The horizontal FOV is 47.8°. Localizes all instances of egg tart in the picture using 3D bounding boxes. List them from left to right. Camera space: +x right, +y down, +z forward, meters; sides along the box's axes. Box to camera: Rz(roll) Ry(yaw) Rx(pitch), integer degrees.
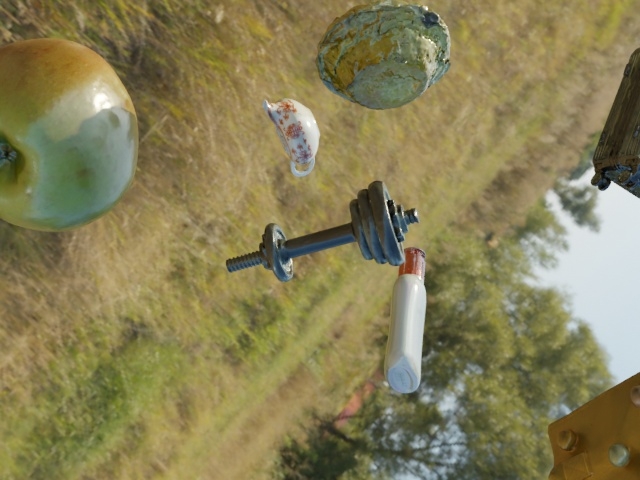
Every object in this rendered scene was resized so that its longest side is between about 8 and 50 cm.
[{"bbox_3d":[0.130,-0.348,1.445,0.294,0.116,0.295,-6,151,-4],"label":"egg tart"}]

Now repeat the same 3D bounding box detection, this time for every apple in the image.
[{"bbox_3d":[-0.499,-0.178,1.290,0.338,0.338,0.305,-57,-169,35],"label":"apple"}]

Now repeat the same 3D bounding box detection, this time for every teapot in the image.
[{"bbox_3d":[-0.059,-0.248,1.715,0.116,0.159,0.246,-30,131,-16],"label":"teapot"}]

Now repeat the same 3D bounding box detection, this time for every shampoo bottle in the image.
[{"bbox_3d":[0.130,0.109,1.078,0.108,0.051,0.221,70,25,-50],"label":"shampoo bottle"}]

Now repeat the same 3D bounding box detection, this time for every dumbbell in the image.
[{"bbox_3d":[0.000,0.000,0.916,0.254,0.110,0.110,-15,174,10],"label":"dumbbell"}]

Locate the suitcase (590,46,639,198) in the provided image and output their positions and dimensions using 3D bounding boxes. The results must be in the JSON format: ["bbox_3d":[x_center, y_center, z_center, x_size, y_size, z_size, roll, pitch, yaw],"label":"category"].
[{"bbox_3d":[0.640,-0.206,1.339,0.312,0.202,0.128,-67,-160,-10],"label":"suitcase"}]

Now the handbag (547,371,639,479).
[{"bbox_3d":[0.512,0.436,1.180,0.283,0.133,0.401,-45,-153,39],"label":"handbag"}]
